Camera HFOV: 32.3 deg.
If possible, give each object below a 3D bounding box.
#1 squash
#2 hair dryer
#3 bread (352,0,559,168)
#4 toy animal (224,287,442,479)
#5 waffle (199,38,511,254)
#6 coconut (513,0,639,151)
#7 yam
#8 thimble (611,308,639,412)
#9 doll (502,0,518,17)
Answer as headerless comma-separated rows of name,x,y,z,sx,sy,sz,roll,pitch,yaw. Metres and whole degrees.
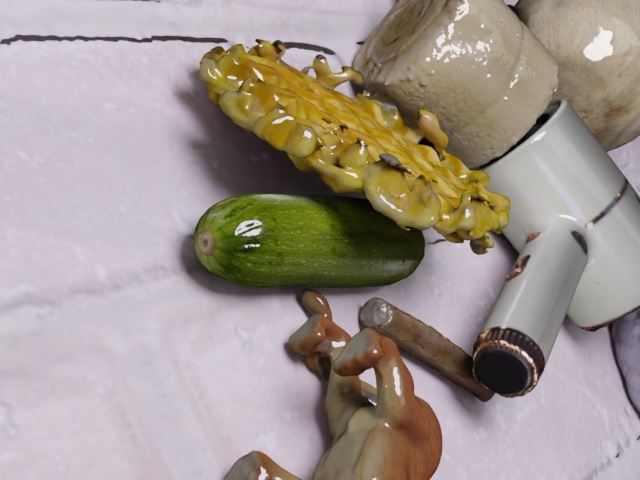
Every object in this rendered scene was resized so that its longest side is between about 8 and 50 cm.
squash,0.000,0.000,0.817,0.239,0.069,0.069,2,62,-49
hair dryer,0.199,0.029,0.984,0.203,0.128,0.362,52,36,-8
bread,0.127,-0.161,1.029,0.141,0.134,0.148,39,71,-22
toy animal,0.023,0.167,0.708,0.157,0.097,0.312,55,32,-22
waffle,0.035,-0.081,0.866,0.262,0.060,0.280,36,18,6
coconut,0.286,-0.195,1.206,0.224,0.224,0.224,31,43,-33
yam,0.091,0.089,0.891,0.145,0.032,0.032,34,41,-31
thimble,0.433,0.110,1.178,0.217,0.157,0.245,55,34,-5
doll,0.147,-0.306,1.157,0.144,0.135,0.234,24,82,-33
